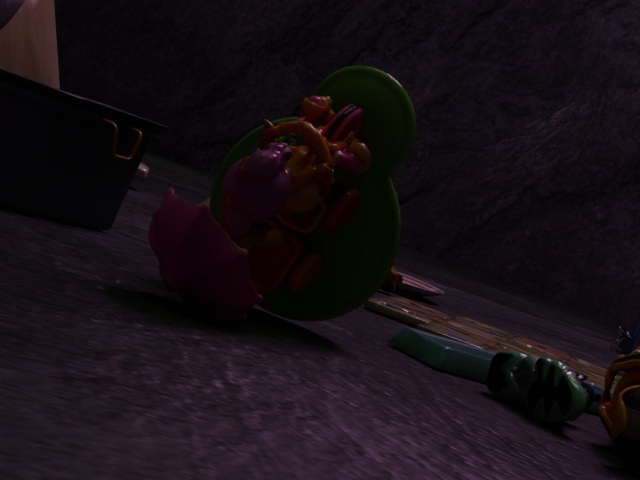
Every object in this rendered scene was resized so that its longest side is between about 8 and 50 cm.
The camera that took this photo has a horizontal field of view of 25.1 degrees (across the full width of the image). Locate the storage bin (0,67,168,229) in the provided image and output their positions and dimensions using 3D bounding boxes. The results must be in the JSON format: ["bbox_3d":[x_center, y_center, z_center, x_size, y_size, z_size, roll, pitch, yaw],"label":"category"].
[{"bbox_3d":[-0.183,-0.061,1.042,0.098,0.091,0.135,21,4,30],"label":"storage bin"}]

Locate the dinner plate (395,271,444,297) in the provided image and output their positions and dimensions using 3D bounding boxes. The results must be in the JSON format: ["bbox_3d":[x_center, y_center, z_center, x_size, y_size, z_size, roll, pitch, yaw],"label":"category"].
[{"bbox_3d":[0.069,0.040,1.589,0.141,0.017,0.141,19,2,-1],"label":"dinner plate"}]

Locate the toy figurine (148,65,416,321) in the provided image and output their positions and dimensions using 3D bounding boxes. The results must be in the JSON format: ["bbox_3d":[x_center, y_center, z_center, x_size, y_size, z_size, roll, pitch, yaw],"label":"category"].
[{"bbox_3d":[-0.028,-0.018,0.827,0.130,0.173,0.159,37,20,12],"label":"toy figurine"}]

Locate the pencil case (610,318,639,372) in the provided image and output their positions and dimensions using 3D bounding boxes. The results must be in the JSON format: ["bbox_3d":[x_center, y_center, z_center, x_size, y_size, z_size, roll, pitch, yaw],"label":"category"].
[{"bbox_3d":[0.437,0.122,1.355,0.306,0.119,0.133,21,-35,25],"label":"pencil case"}]

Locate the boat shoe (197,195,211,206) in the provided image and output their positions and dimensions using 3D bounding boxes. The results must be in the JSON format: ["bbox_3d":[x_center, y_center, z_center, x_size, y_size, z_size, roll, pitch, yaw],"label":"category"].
[{"bbox_3d":[-0.094,-0.012,1.256,0.042,0.049,0.133,47,-12,-13],"label":"boat shoe"}]

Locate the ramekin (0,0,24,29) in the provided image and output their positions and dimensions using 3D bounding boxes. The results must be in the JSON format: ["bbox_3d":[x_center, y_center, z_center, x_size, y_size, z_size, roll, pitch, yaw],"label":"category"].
[{"bbox_3d":[-0.290,-0.123,0.657,0.277,0.135,0.277,30,6,-3],"label":"ramekin"}]

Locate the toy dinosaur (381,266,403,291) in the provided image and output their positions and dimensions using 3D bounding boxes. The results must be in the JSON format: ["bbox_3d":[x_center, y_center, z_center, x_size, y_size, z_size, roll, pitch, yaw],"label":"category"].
[{"bbox_3d":[0.000,0.000,1.426,0.211,0.064,0.112,17,5,-43],"label":"toy dinosaur"}]

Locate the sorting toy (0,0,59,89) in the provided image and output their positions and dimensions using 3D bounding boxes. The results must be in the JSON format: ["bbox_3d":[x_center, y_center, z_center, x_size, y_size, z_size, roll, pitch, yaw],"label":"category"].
[{"bbox_3d":[-0.308,-0.186,1.309,0.132,0.275,0.046,3,-14,-42],"label":"sorting toy"}]

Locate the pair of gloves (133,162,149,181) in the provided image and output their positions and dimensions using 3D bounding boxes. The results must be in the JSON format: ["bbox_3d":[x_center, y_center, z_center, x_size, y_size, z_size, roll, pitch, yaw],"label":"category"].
[{"bbox_3d":[-0.325,-0.121,1.793,0.204,0.042,0.240,22,3,-21],"label":"pair of gloves"}]

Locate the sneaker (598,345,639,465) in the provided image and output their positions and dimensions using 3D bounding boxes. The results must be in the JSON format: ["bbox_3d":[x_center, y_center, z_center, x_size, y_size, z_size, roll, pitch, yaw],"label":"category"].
[{"bbox_3d":[0.204,0.092,0.852,0.083,0.084,0.215,15,3,3],"label":"sneaker"}]

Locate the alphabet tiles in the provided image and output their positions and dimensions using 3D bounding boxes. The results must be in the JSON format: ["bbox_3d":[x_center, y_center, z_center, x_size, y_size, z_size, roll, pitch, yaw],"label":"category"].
[{"bbox_3d":[0.211,0.111,1.250,0.342,0.011,0.285,20,2,13],"label":"alphabet tiles"}]

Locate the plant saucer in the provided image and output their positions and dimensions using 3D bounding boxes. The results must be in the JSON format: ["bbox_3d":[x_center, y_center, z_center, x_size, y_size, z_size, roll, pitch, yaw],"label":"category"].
[{"bbox_3d":[0.141,0.095,1.008,0.192,0.018,0.067,19,3,-30],"label":"plant saucer"}]

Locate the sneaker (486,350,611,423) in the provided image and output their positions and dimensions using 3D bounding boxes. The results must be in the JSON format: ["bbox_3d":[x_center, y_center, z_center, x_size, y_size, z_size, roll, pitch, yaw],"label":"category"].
[{"bbox_3d":[0.153,0.093,0.881,0.069,0.038,0.098,18,4,-23],"label":"sneaker"}]
